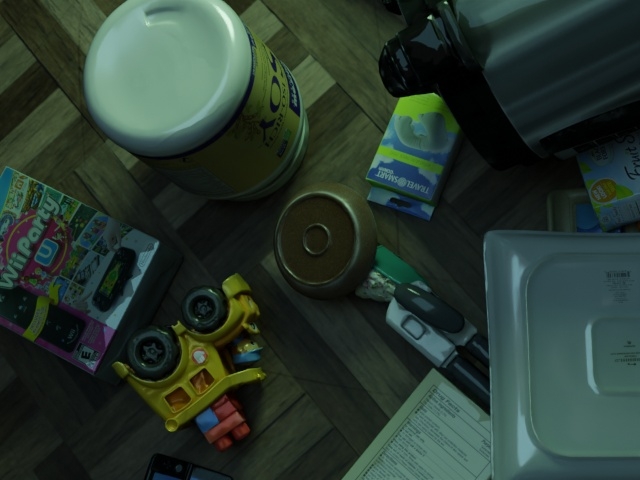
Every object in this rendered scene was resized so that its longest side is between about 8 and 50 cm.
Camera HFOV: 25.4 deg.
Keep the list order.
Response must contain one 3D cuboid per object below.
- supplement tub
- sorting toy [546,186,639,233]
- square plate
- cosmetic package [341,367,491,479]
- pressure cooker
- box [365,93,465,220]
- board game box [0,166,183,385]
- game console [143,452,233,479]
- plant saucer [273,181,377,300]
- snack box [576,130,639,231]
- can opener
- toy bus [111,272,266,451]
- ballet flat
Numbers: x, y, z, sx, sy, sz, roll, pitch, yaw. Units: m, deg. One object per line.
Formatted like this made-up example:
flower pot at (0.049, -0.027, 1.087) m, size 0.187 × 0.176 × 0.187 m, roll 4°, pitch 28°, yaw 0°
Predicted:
supplement tub at (-0.163, -0.194, 2.016) m, size 0.241 × 0.331 × 0.241 m, roll -5°, pitch 75°, yaw 18°
sorting toy at (0.424, 0.066, 1.912) m, size 0.229 × 0.041 × 0.307 m, roll -5°, pitch 75°, yaw 17°
square plate at (0.389, 0.150, 1.829) m, size 0.347 × 0.049 × 0.344 m, roll 0°, pitch 78°, yaw -2°
cosmetic package at (0.122, 0.343, 1.903) m, size 0.160 × 0.113 × 0.309 m, roll 41°, pitch 90°, yaw 22°
pressure cooker at (0.274, -0.295, 1.829) m, size 0.420 × 0.370 × 0.375 m, roll -25°, pitch 47°, yaw 17°
box at (0.141, -0.130, 2.056) m, size 0.109 × 0.042 × 0.178 m, roll 20°, pitch 82°, yaw 22°
board game box at (-0.394, 0.052, 2.158) m, size 0.303 × 0.097 × 0.224 m, roll 25°, pitch 85°, yaw 23°
game console at (-0.200, 0.378, 2.025) m, size 0.071 × 0.107 × 0.122 m, roll 8°, pitch 77°, yaw 49°
plant saucer at (0.000, 0.000, 1.996) m, size 0.168 × 0.029 × 0.168 m, roll -2°, pitch 86°, yaw 28°
snack box at (0.451, -0.125, 1.914) m, size 0.207 × 0.070 × 0.174 m, roll -20°, pitch 53°, yaw 13°
can opener at (0.204, 0.162, 1.900) m, size 0.283 × 0.095 × 0.076 m, roll 41°, pitch 91°, yaw 9°
toy bus at (-0.153, 0.183, 2.027) m, size 0.220 × 0.149 × 0.211 m, roll -38°, pitch 81°, yaw 3°
ballet flat at (0.057, 0.034, 2.032) m, size 0.241 × 0.091 × 0.077 m, roll 39°, pitch 121°, yaw 27°
